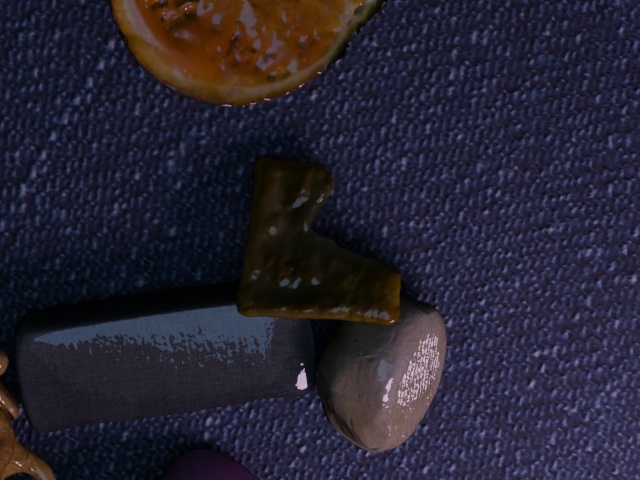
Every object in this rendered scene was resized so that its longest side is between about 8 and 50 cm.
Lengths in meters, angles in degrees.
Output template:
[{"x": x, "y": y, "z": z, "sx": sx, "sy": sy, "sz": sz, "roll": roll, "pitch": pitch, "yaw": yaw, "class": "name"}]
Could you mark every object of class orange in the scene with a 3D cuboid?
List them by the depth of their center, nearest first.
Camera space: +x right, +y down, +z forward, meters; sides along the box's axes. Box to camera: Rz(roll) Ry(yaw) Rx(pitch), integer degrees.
[{"x": -0.068, "y": -0.283, "z": 1.758, "sx": 0.274, "sy": 0.310, "sz": 0.274, "roll": 15, "pitch": 146, "yaw": 11, "class": "orange"}]

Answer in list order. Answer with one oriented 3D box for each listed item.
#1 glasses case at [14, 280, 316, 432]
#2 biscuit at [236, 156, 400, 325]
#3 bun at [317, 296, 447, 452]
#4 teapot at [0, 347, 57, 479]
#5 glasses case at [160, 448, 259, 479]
[{"x": -0.168, "y": 0.122, "z": 1.950, "sx": 0.323, "sy": 0.074, "sz": 0.131, "roll": -8, "pitch": 105, "yaw": -4, "class": "glasses case"}, {"x": 0.000, "y": 0.000, "z": 1.899, "sx": 0.174, "sy": 0.039, "sz": 0.183, "roll": 0, "pitch": 73, "yaw": 10, "class": "biscuit"}, {"x": 0.058, "y": 0.138, "z": 1.953, "sx": 0.113, "sy": 0.166, "sz": 0.173, "roll": 21, "pitch": 91, "yaw": 24, "class": "bun"}, {"x": -0.383, "y": 0.184, "z": 1.889, "sx": 0.167, "sy": 0.203, "sz": 0.311, "roll": -43, "pitch": 99, "yaw": -12, "class": "teapot"}, {"x": -0.172, "y": 0.362, "z": 1.936, "sx": 0.123, "sy": 0.076, "sz": 0.316, "roll": 33, "pitch": 59, "yaw": 5, "class": "glasses case"}]
